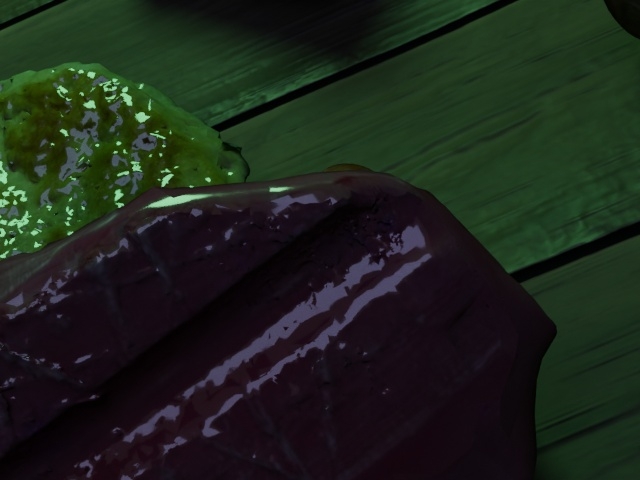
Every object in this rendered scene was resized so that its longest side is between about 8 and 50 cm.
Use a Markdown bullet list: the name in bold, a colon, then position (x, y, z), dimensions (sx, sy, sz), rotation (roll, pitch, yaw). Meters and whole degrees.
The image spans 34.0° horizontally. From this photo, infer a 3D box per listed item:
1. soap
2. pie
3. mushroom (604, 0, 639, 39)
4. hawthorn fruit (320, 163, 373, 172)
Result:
- **soap**: position (-0.061, 0.087, 0.458), dimensions (0.324, 0.127, 0.220), rotation (-34, 98, -1)
- **pie**: position (-0.206, 0.016, 0.643), dimensions (0.371, 0.078, 0.297), rotation (0, 58, 18)
- **mushroom**: position (0.241, -0.061, 0.502), dimensions (0.159, 0.122, 0.329), rotation (-32, 47, 23)
- **hawthorn fruit**: position (0.000, 0.000, 0.580), dimensions (0.103, 0.067, 0.067), rotation (-31, 51, -23)
